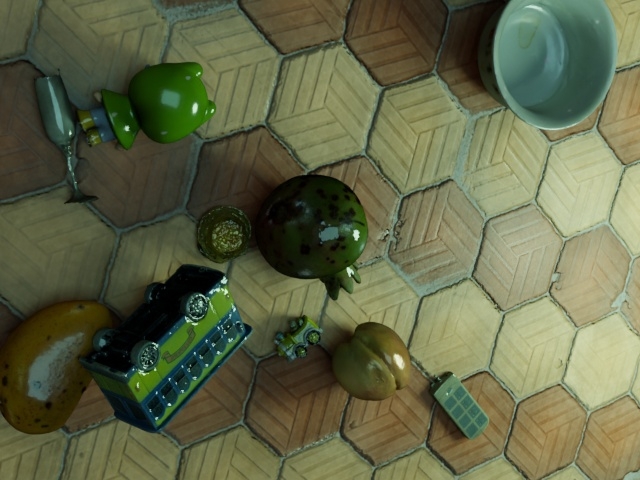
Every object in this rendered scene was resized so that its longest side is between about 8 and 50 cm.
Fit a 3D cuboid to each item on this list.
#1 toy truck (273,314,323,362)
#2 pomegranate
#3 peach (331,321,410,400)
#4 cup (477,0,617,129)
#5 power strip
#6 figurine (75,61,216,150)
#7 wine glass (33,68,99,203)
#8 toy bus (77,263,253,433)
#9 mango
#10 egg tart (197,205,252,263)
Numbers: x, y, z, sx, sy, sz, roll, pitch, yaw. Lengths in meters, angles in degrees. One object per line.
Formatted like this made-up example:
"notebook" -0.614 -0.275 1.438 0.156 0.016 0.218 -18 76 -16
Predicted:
"toy truck" -0.054 0.221 1.932 0.111 0.076 0.077 -44 96 -8
"pomegranate" 0.012 -0.003 1.828 0.306 0.242 0.242 38 84 -27
"peach" 0.120 0.282 1.962 0.184 0.184 0.184 -4 101 -22
"cup" 0.506 -0.436 1.997 0.347 0.163 0.347 -4 102 -22
"power strip" 0.350 0.416 2.160 0.080 0.029 0.227 -43 113 -10
"figurine" -0.344 -0.259 1.686 0.263 0.143 0.162 -21 111 -6
"wine glass" -0.500 -0.200 1.663 0.074 0.074 0.262 -16 104 -20
"toy bus" -0.302 0.207 1.709 0.312 0.152 0.190 -47 129 -34
"mango" -0.530 0.236 1.684 0.191 0.160 0.290 38 80 -16
"egg tart" -0.202 -0.010 1.834 0.130 0.052 0.130 -4 99 -24
